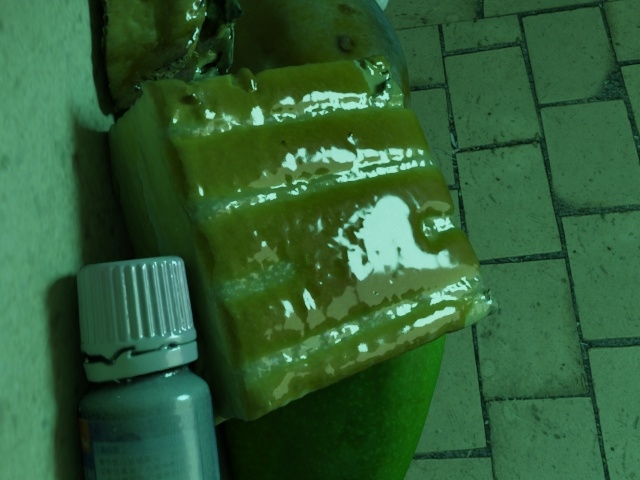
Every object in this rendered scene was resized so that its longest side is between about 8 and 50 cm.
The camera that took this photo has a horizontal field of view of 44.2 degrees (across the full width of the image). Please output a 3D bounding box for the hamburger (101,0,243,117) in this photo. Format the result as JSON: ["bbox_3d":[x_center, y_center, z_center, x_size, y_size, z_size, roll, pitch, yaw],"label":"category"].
[{"bbox_3d":[-0.110,-0.173,0.602,0.087,0.102,0.176,109,-24,-80],"label":"hamburger"}]

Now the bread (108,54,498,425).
[{"bbox_3d":[-0.010,-0.012,0.594,0.111,0.246,0.239,-26,-99,54],"label":"bread"}]

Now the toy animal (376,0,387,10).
[{"bbox_3d":[0.019,-0.492,1.262,0.183,0.247,0.310,-30,140,-51],"label":"toy animal"}]

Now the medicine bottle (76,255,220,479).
[{"bbox_3d":[-0.106,0.112,0.486,0.083,0.084,0.203,-3,88,-82],"label":"medicine bottle"}]

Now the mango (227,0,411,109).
[{"bbox_3d":[-0.025,-0.217,0.853,0.221,0.199,0.383,24,42,-56],"label":"mango"}]

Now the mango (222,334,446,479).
[{"bbox_3d":[0.000,0.131,0.781,0.201,0.225,0.381,-28,132,-77],"label":"mango"}]
